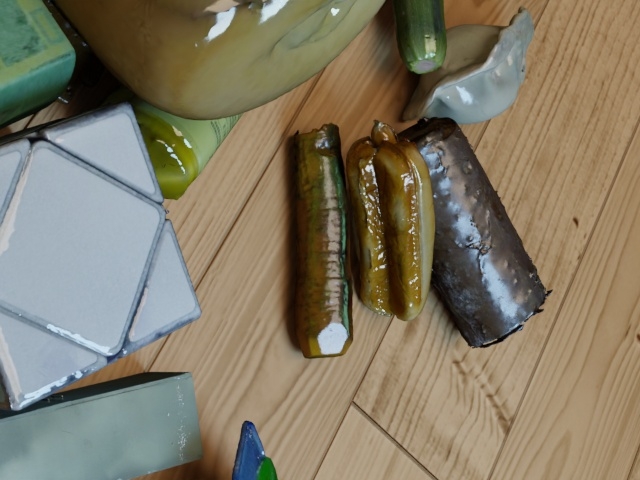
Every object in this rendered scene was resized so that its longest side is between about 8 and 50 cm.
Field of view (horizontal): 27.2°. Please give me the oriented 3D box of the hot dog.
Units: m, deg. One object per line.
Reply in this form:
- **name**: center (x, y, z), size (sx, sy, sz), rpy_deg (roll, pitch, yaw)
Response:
- **hot dog**: center (0.084, -0.024, 1.486), size (0.076, 0.102, 0.249), rpy_deg (-42, 134, -43)

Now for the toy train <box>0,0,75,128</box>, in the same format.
- **toy train**: center (-0.403, -0.148, 1.037), size (0.369, 0.150, 0.237), rpy_deg (-33, 88, -36)

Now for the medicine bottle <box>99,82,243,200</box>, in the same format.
- **medicine bottle**: center (-0.132, -0.151, 1.329), size (0.124, 0.124, 0.239), rpy_deg (50, 56, -25)

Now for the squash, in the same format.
- **squash**: center (0.117, -0.308, 1.582), size (0.066, 0.066, 0.229), rpy_deg (17, 61, -39)

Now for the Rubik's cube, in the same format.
- **Rubik's cube**: center (-0.261, 0.015, 1.138), size (0.207, 0.205, 0.205), rpy_deg (-25, 102, -41)

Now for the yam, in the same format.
- **yam**: center (0.169, -0.012, 1.577), size (0.131, 0.131, 0.279), rpy_deg (-42, 111, -36)

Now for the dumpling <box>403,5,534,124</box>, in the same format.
- **dumpling**: center (0.197, -0.217, 1.613), size (0.124, 0.151, 0.229), rpy_deg (46, 54, 4)

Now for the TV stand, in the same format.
- **TV stand**: center (-0.243, 0.187, 1.218), size (0.269, 0.083, 0.088), rpy_deg (-9, 93, -42)

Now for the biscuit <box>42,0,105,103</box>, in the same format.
- **biscuit**: center (-0.243, -0.197, 1.302), size (0.130, 0.019, 0.119), rpy_deg (-20, 98, -41)

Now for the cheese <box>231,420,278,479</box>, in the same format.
- **cheese**: center (-0.030, 0.324, 1.337), size (0.204, 0.083, 0.320), rpy_deg (-81, 157, -54)

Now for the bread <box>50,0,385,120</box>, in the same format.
- **bread**: center (-0.125, -0.301, 1.195), size (0.348, 0.253, 0.376), rpy_deg (-38, 76, -27)

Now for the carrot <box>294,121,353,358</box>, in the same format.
- **carrot**: center (0.000, 0.000, 1.466), size (0.070, 0.070, 0.260), rpy_deg (3, 82, -41)
